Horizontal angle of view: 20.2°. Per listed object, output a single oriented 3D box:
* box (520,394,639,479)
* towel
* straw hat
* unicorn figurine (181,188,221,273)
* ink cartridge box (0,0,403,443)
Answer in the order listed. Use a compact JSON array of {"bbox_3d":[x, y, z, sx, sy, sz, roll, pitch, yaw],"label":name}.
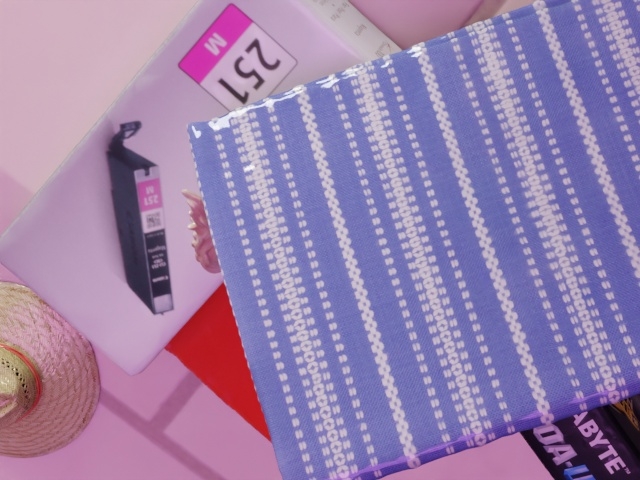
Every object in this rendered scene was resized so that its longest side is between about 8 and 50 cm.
[{"bbox_3d":[0.184,0.122,1.071,0.051,0.175,0.220,-33,101,20],"label":"box"},{"bbox_3d":[0.111,-0.014,0.989,0.336,0.040,0.243,-18,64,1],"label":"towel"},{"bbox_3d":[-0.227,0.101,1.219,0.144,0.061,0.144,4,111,11],"label":"straw hat"},{"bbox_3d":[0.000,0.000,1.084,0.162,0.060,0.111,8,127,6],"label":"unicorn figurine"},{"bbox_3d":[-0.036,-0.012,1.133,0.239,0.060,0.275,42,114,-4],"label":"ink cartridge box"}]
